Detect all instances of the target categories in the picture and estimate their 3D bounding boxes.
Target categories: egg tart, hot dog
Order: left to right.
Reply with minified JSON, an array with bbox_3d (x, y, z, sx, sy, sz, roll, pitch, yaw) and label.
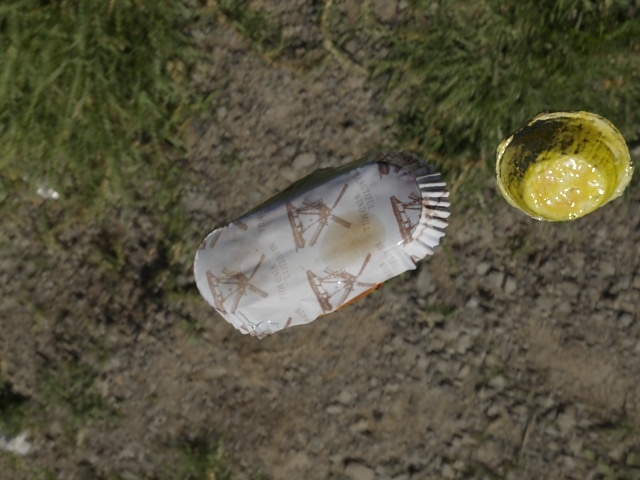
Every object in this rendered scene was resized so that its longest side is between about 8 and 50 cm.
[{"bbox_3d":[0.000,0.000,0.784,0.192,0.053,0.099,-27,78,15],"label":"hot dog"},{"bbox_3d":[0.182,-0.049,0.849,0.105,0.039,0.105,3,127,5],"label":"egg tart"}]
